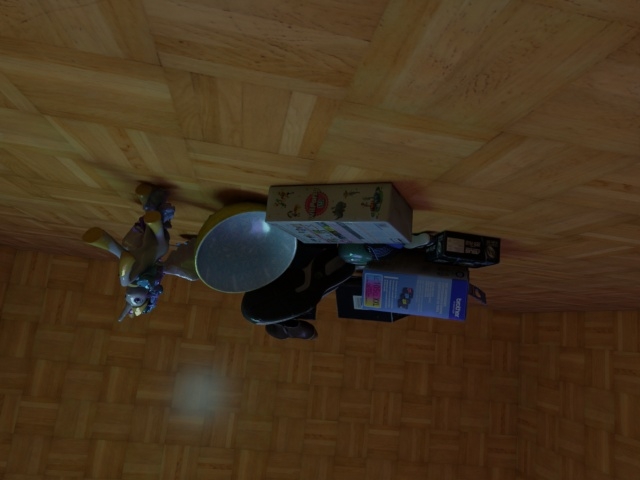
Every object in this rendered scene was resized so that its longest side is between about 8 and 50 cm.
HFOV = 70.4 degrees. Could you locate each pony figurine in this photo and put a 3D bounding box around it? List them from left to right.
[{"bbox_3d":[-0.475,0.023,1.278,0.303,0.351,0.363,24,142,10],"label":"pony figurine"}]

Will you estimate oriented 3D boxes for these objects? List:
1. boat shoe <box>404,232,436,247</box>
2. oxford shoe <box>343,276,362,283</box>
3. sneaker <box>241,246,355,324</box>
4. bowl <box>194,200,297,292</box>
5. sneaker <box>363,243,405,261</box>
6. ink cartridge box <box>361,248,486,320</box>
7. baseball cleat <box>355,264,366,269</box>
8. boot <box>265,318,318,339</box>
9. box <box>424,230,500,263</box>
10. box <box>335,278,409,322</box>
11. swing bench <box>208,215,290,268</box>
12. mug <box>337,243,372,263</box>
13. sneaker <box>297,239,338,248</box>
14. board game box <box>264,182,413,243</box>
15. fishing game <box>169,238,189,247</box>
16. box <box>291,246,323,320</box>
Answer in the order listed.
[{"bbox_3d":[0.305,0.001,1.405,0.038,0.046,0.125,8,166,-27],"label":"boat shoe"},{"bbox_3d":[0.295,0.275,2.617,0.364,0.129,0.132,4,163,12],"label":"oxford shoe"},{"bbox_3d":[-0.089,0.201,1.514,0.448,0.169,0.257,-24,157,-40],"label":"sneaker"},{"bbox_3d":[-0.227,-0.007,1.291,0.289,0.289,0.156,15,-151,-37],"label":"bowl"},{"bbox_3d":[0.166,0.014,1.371,0.232,0.090,0.081,17,-151,-46],"label":"sneaker"},{"bbox_3d":[0.357,0.141,1.540,0.396,0.151,0.270,4,-163,15],"label":"ink cartridge box"},{"bbox_3d":[0.165,0.093,1.890,0.206,0.072,0.109,8,176,13],"label":"baseball cleat"},{"bbox_3d":[-0.144,0.327,1.768,0.249,0.090,0.207,3,156,26],"label":"boot"},{"bbox_3d":[0.435,0.032,1.400,0.180,0.077,0.147,8,170,-8],"label":"box"},{"bbox_3d":[0.307,0.292,2.333,0.343,0.178,0.313,-3,-176,43],"label":"box"},{"bbox_3d":[-0.234,0.030,1.551,0.253,0.165,0.254,5,169,9],"label":"swing bench"},{"bbox_3d":[0.128,0.028,1.500,0.130,0.097,0.158,0,167,30],"label":"mug"},{"bbox_3d":[0.000,0.003,1.583,0.170,0.051,0.089,9,170,-39],"label":"sneaker"},{"bbox_3d":[0.052,-0.059,1.111,0.303,0.097,0.224,0,166,24],"label":"board game box"},{"bbox_3d":[-0.519,0.008,1.940,0.264,0.041,0.189,-5,173,24],"label":"fishing game"},{"bbox_3d":[-0.138,0.163,1.835,0.183,0.294,0.296,12,167,-23],"label":"box"}]
